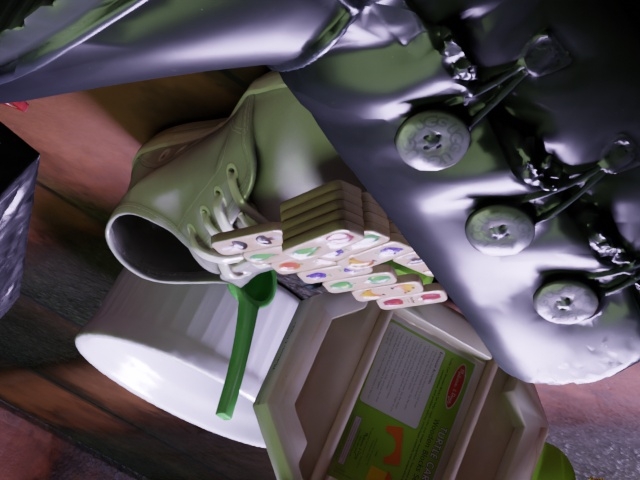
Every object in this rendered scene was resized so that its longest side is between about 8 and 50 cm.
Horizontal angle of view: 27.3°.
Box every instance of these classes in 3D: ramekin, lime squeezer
[{"bbox_3d":[-0.127,0.118,1.510,0.277,0.135,0.277,22,159,9],"label":"ramekin"},{"bbox_3d":[-0.090,0.030,1.242,0.059,0.109,0.310,62,-179,-40],"label":"lime squeezer"}]

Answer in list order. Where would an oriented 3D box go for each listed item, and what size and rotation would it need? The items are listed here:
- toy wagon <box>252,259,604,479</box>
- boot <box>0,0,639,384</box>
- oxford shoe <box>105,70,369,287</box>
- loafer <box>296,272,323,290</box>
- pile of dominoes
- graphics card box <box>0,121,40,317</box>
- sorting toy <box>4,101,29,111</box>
[{"bbox_3d":[0.109,0.184,1.217,0.344,0.267,0.068,30,160,-15],"label":"toy wagon"},{"bbox_3d":[0.025,-0.061,0.786,0.367,0.146,0.445,-17,139,32],"label":"boot"},{"bbox_3d":[-0.039,-0.035,1.054,0.169,0.130,0.449,38,154,-24],"label":"oxford shoe"},{"bbox_3d":[0.000,0.000,1.191,0.061,0.062,0.170,41,156,-4],"label":"loafer"},{"bbox_3d":[0.065,0.018,1.003,0.196,0.040,0.251,-22,151,35],"label":"pile of dominoes"},{"bbox_3d":[-0.328,-0.090,0.735,0.371,0.094,0.233,40,154,3],"label":"graphics card box"},{"bbox_3d":[-0.374,-0.185,1.146,0.274,0.046,0.132,19,172,16],"label":"sorting toy"}]
